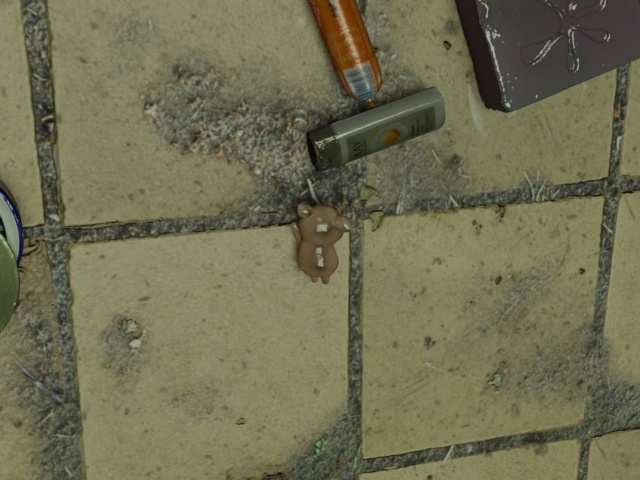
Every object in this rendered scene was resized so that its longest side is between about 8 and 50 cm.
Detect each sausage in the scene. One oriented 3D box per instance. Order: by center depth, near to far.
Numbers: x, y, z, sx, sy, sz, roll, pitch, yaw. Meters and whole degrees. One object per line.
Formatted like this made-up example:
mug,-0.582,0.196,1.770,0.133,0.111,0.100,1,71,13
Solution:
sausage,0.041,-0.314,1.548,0.071,0.071,0.234,-26,113,-8

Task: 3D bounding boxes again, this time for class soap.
soap,0.367,-0.394,1.610,0.285,0.107,0.296,-24,113,-6

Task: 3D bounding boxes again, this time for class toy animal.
toy animal,0.001,0.003,1.635,0.083,0.089,0.150,-9,119,-18

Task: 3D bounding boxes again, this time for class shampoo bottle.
shampoo bottle,0.091,-0.180,1.608,0.227,0.056,0.086,-21,149,-11

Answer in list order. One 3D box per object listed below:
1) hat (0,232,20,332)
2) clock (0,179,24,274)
hat,-0.548,0.081,1.372,0.257,0.130,0.257,-5,108,-16
clock,-0.558,-0.008,1.454,0.230,0.083,0.231,-6,108,-18
